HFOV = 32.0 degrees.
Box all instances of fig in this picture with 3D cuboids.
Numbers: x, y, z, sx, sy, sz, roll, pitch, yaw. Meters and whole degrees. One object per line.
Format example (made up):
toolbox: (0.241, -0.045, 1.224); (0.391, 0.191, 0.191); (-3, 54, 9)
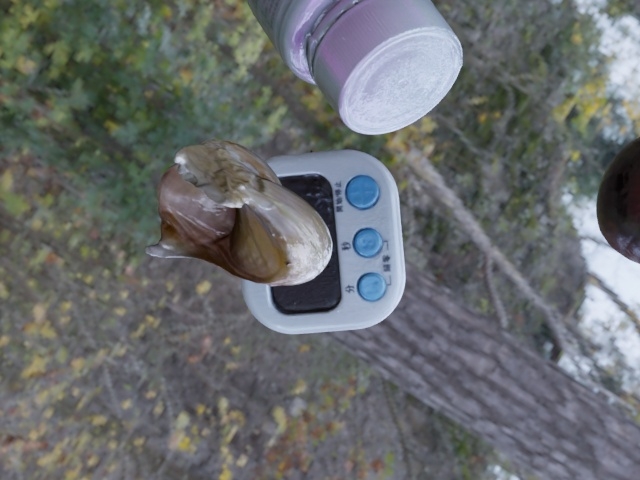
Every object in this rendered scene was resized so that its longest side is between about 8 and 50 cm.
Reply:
fig: (0.564, -0.064, 1.807); (0.235, 0.235, 0.214); (-58, 179, 16)

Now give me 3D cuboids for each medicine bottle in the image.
medicine bottle: (0.049, -0.346, 1.720); (0.256, 0.325, 0.256); (-20, 146, -15)

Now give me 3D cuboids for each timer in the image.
timer: (0.000, 0.000, 1.615); (0.087, 0.237, 0.262); (-27, 112, -82)

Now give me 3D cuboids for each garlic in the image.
garlic: (-0.067, -0.021, 0.920); (0.124, 0.174, 0.099); (-16, 139, -50)
